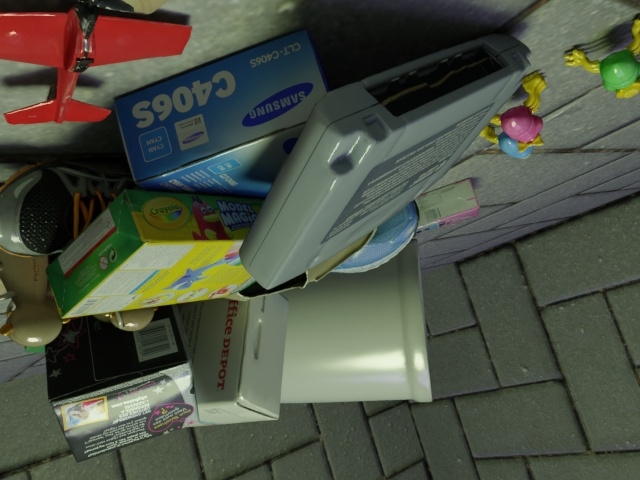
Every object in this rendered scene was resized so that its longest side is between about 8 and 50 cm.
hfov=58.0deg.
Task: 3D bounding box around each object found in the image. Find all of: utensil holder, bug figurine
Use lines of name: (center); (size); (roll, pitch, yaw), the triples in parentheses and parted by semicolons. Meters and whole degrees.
utensil holder: (0.025, 0.177, 1.204); (0.385, 0.327, 0.327); (-6, 171, 9)
bug figurine: (0.315, -0.167, 0.711); (0.279, 0.072, 0.216); (-24, 168, 34)

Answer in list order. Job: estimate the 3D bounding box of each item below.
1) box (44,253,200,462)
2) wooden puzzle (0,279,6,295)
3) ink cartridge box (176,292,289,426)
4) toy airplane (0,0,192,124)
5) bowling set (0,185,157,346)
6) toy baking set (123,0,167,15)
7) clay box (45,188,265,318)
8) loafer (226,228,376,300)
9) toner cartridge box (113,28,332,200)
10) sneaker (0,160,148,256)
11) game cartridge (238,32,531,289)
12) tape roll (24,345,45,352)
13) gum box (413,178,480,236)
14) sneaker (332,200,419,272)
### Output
box: (-0.269, 0.133, 0.773); (0.163, 0.247, 0.142); (-13, 134, -18)
wooden puzzle: (-0.583, 0.117, 0.732); (0.348, 0.080, 0.322); (-26, 167, 40)
ink cartridge box: (-0.198, 0.182, 0.912); (0.278, 0.201, 0.117); (-13, 147, 26)
toy airplane: (-0.158, -0.107, 0.359); (0.151, 0.028, 0.151); (-16, 174, -2)
bowling set: (-0.270, 0.047, 0.662); (0.200, 0.154, 0.287); (-25, 167, 35)
toy baking set: (-0.093, -0.157, 0.215); (0.197, 0.030, 0.256); (-10, 168, -33)
clay box: (-0.117, 0.012, 0.539); (0.127, 0.053, 0.222); (-35, 163, 29)
loafer: (-0.026, 0.018, 0.813); (0.268, 0.102, 0.092); (-28, -156, -11)
toner cartridge box: (-0.046, -0.076, 0.597); (0.165, 0.075, 0.348); (-20, 169, 7)
sneaker: (-0.195, -0.027, 0.534); (0.083, 0.084, 0.215); (14, -165, 26)
game cartridge: (0.060, -0.072, 0.511); (0.294, 0.060, 0.196); (-32, 160, -42)
tape roll: (-0.418, 0.143, 1.148); (0.321, 0.077, 0.321); (-17, 169, -3)
gum box: (0.221, -0.056, 1.170); (0.188, 0.062, 0.107); (-19, 169, 11)
sneaker: (0.000, 0.000, 0.928); (0.330, 0.130, 0.147); (-18, 172, 5)
